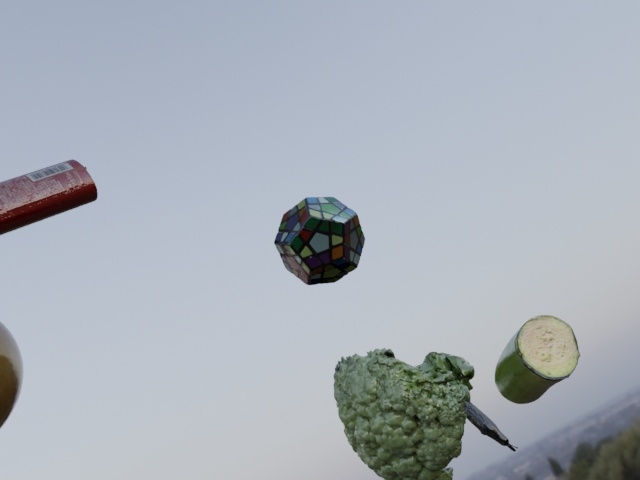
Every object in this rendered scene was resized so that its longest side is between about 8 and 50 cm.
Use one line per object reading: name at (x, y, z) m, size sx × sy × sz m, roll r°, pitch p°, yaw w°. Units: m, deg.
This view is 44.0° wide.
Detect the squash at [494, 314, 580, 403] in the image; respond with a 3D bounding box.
squash at (0.302, 0.184, 1.159) m, size 0.095 × 0.095 × 0.188 m, roll -22°, pitch -22°, yaw -16°

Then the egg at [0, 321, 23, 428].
egg at (-0.659, 0.236, 1.280) m, size 0.351 × 0.282 × 0.282 m, roll -10°, pitch -26°, yaw -50°

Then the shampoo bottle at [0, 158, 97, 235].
shampoo bottle at (-0.620, -0.077, 1.621) m, size 0.314 × 0.118 × 0.076 m, roll -27°, pitch -26°, yaw -37°

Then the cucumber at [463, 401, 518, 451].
cucumber at (0.355, 0.399, 1.714) m, size 0.043 × 0.163 × 0.039 m, roll 17°, pitch -68°, yaw -53°

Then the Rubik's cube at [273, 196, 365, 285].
Rubik's cube at (0.000, 0.000, 1.147) m, size 0.112 × 0.133 × 0.133 m, roll 34°, pitch -57°, yaw -26°

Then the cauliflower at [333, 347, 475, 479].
cauliflower at (0.154, 0.267, 1.326) m, size 0.250 × 0.275 × 0.272 m, roll -35°, pitch -49°, yaw -23°
